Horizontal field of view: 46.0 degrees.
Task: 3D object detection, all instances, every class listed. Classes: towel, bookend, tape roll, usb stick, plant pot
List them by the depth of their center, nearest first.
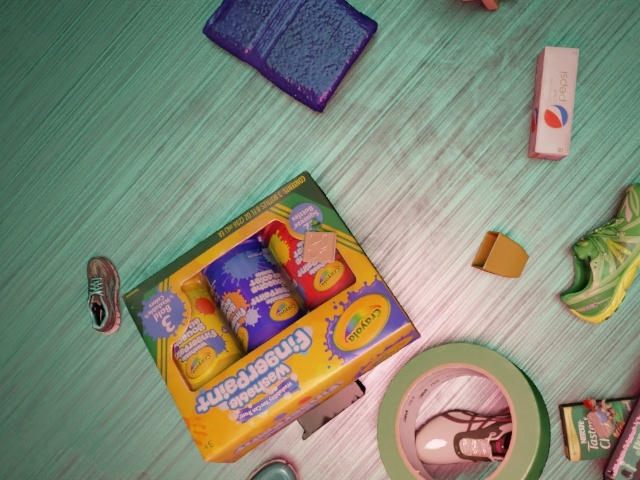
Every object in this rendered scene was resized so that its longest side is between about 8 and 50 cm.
[{"bbox_3d":[0.265,0.357,1.424,0.321,0.077,0.321,-14,62,28],"label":"tape roll"},{"bbox_3d":[0.631,0.352,1.453,0.077,0.045,0.277,26,89,4],"label":"usb stick"},{"bbox_3d":[0.366,0.036,1.510,0.083,0.081,0.081,26,90,-6],"label":"plant pot"},{"bbox_3d":[-0.016,0.292,1.530,0.157,0.072,0.156,-39,85,3],"label":"bookend"},{"bbox_3d":[-0.061,-0.438,1.563,0.308,0.076,0.227,36,98,4],"label":"towel"}]

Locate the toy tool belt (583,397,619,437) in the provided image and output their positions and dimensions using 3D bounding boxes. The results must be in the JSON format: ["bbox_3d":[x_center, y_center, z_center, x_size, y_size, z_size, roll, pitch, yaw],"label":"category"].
[{"bbox_3d":[0.548,0.337,1.464,0.051,0.052,0.083,-25,86,-30],"label":"toy tool belt"}]

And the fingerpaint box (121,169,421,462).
[{"bbox_3d":[-0.098,0.147,1.445,0.445,0.163,0.371,-34,68,3],"label":"fingerpaint box"}]

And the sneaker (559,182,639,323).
[{"bbox_3d":[0.566,0.016,1.479,0.124,0.109,0.295,24,90,1],"label":"sneaker"}]

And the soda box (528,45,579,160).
[{"bbox_3d":[0.467,-0.274,1.513,0.069,0.074,0.216,5,88,4],"label":"soda box"}]

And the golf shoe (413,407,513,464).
[{"bbox_3d":[0.312,0.388,1.482,0.273,0.120,0.105,-12,89,5],"label":"golf shoe"}]

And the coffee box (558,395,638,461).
[{"bbox_3d":[0.577,0.374,1.500,0.184,0.040,0.113,-6,87,4],"label":"coffee box"}]

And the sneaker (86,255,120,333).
[{"bbox_3d":[-0.456,0.114,1.566,0.065,0.076,0.166,-12,87,3],"label":"sneaker"}]

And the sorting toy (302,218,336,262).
[{"bbox_3d":[0.000,0.000,1.376,0.062,0.012,0.083,1,74,17],"label":"sorting toy"}]

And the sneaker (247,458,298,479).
[{"bbox_3d":[-0.147,0.561,1.512,0.107,0.110,0.275,41,91,4],"label":"sneaker"}]

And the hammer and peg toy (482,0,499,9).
[{"bbox_3d":[0.284,-0.599,1.402,0.128,0.361,0.265,-1,89,24],"label":"hammer and peg toy"}]
